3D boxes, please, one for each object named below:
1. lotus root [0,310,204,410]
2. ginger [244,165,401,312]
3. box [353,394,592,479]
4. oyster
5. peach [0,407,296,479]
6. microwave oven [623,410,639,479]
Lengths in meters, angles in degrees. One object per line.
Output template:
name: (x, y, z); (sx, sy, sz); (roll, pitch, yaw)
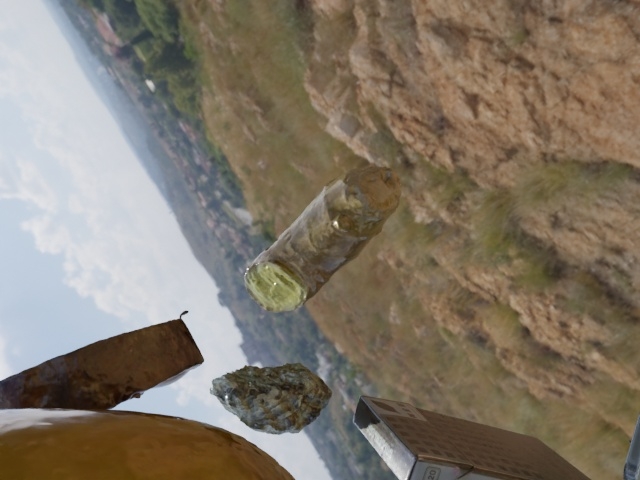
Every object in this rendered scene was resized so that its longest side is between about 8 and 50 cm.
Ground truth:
lotus root: (-0.207, 0.134, 0.676); (0.170, 0.260, 0.075); (-29, 81, 38)
ginger: (0.000, 0.000, 1.103); (0.126, 0.354, 0.190); (46, -159, -6)
box: (0.220, 0.299, 0.897); (0.324, 0.047, 0.180); (19, -175, -21)
oyster: (-0.069, 0.230, 0.982); (0.125, 0.177, 0.064); (42, 128, 35)
peach: (-0.152, 0.249, 0.399); (0.372, 0.290, 0.373); (36, -157, -18)
microwave oven: (0.487, 0.320, 0.835); (0.193, 0.145, 0.240); (11, 150, 30)
